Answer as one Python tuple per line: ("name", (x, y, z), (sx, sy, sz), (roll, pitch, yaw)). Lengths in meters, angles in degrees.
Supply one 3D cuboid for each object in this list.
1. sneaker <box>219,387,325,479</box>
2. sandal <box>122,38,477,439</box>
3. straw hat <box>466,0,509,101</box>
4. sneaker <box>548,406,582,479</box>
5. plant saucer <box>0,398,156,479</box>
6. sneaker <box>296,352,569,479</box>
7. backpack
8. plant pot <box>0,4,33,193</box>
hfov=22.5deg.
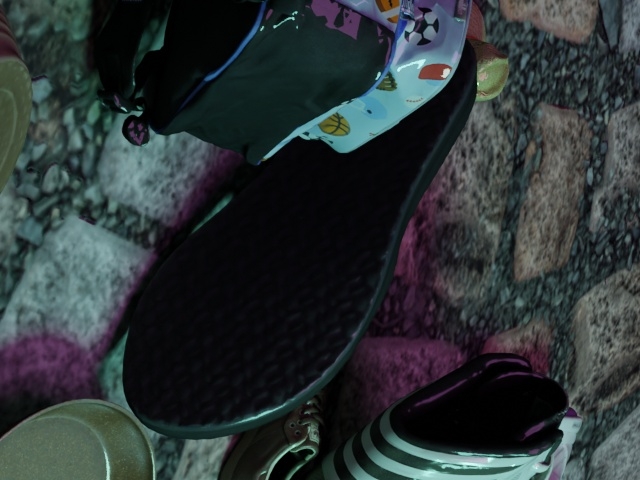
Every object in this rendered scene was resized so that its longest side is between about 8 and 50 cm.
("sneaker", (-0.020, 0.161, 1.438), (0.066, 0.071, 0.188), (39, 71, -53))
("sandal", (0.003, 0.000, 1.341), (0.446, 0.167, 0.107), (-54, 158, -26))
("straw hat", (0.147, -0.163, 1.554), (0.144, 0.061, 0.144), (-24, 121, -48))
("sneaker", (0.191, 0.245, 1.729), (0.305, 0.114, 0.152), (9, 94, -55))
("plant saucer", (-0.209, 0.204, 1.203), (0.198, 0.036, 0.198), (-24, 124, -39))
("sneaker", (0.187, 0.252, 1.523), (0.447, 0.169, 0.257), (19, 127, -42))
("backpack", (-0.007, -0.203, 1.144), (0.213, 0.276, 0.263), (16, 69, -27))
("plant pot", (-0.242, -0.072, 0.928), (0.237, 0.110, 0.237), (23, 90, -79))
